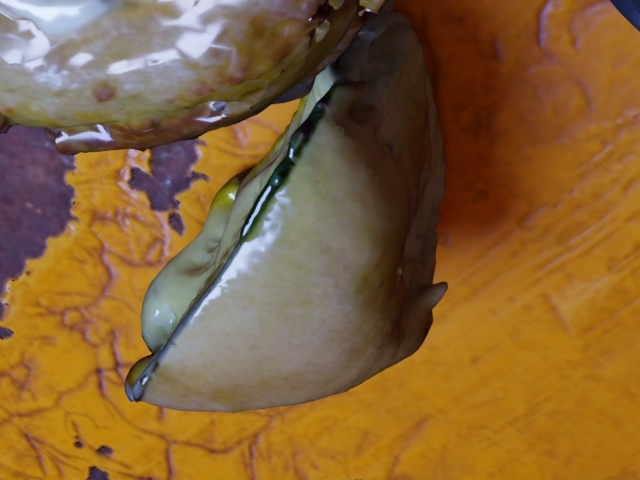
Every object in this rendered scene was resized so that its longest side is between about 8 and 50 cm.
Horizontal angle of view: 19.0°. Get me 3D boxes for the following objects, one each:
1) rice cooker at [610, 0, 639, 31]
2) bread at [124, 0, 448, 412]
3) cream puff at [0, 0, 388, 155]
[{"bbox_3d":[0.219,-0.185,0.768,0.241,0.227,0.280,26,131,-5],"label":"rice cooker"},{"bbox_3d":[0.003,0.008,1.033,0.133,0.174,0.251,29,126,-11],"label":"bread"},{"bbox_3d":[-0.116,-0.201,0.855,0.350,0.228,0.350,2,135,2],"label":"cream puff"}]
